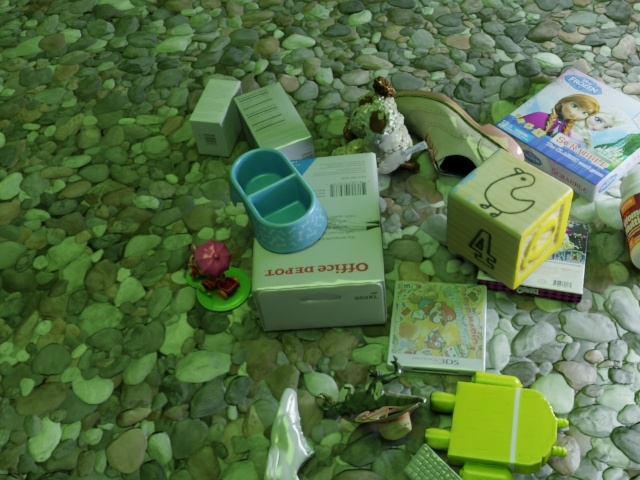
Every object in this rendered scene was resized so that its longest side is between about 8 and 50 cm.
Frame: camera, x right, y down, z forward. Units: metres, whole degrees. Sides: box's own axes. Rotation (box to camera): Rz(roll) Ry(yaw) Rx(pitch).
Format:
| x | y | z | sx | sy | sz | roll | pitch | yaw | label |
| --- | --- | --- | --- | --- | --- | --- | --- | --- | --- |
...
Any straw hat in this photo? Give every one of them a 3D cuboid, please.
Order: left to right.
| x | y | z | sx | sy | sz | roll | pitch | yaw | label |
| --- | --- | --- | --- | --- | --- | --- | --- | --- | --- |
| 0.146 | 0.363 | 1.660 | 0.145 | 0.144 | 0.061 | -18 | 88 | -8 | straw hat |

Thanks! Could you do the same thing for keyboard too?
| x | y | z | sx | sy | sz | roll | pitch | yaw | label |
| --- | --- | --- | --- | --- | --- | --- | --- | --- | --- |
| 0.263 | 0.493 | 1.552 | 0.256 | 0.014 | 0.072 | 41 | 98 | 33 | keyboard |

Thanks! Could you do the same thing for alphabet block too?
| x | y | z | sx | sy | sz | roll | pitch | yaw | label |
| --- | --- | --- | --- | --- | --- | --- | --- | --- | --- |
| 0.410 | -0.048 | 1.833 | 0.192 | 0.193 | 0.197 | -40 | 56 | -22 | alphabet block |

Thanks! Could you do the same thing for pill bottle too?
| x | y | z | sx | sy | sz | roll | pitch | yaw | label |
| --- | --- | --- | --- | --- | --- | --- | --- | --- | --- |
| 0.749 | -0.048 | 1.891 | 0.121 | 0.121 | 0.221 | -2 | 50 | 6 | pill bottle |

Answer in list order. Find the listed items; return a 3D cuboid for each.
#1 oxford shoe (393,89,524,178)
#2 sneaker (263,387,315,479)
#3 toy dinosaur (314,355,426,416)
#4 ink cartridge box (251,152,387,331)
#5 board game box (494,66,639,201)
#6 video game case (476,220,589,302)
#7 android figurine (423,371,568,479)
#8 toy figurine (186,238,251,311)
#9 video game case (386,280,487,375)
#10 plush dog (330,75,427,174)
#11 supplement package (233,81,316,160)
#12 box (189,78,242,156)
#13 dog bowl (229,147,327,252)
| x | y | z | sx | sy | sz | roll | pitch | yaw | label |
| --- | --- | --- | --- | --- | --- | --- | --- | --- | --- |
| 0.314 | -0.260 | 2.117 | 0.397 | 0.140 | 0.146 | 33 | 68 | 32 | oxford shoe |
| -0.054 | 0.401 | 1.662 | 0.094 | 0.080 | 0.212 | 9 | 58 | 0 | sneaker |
| 0.117 | 0.301 | 1.686 | 0.268 | 0.064 | 0.118 | -15 | 34 | 37 | toy dinosaur |
| 0.000 | 0.000 | 1.917 | 0.286 | 0.166 | 0.394 | -5 | 49 | 5 | ink cartridge box |
| 0.668 | -0.280 | 2.131 | 0.318 | 0.066 | 0.319 | -37 | 56 | -22 | board game box |
| 0.488 | 0.034 | 1.908 | 0.232 | 0.041 | 0.210 | 8 | 52 | 14 | video game case |
| 0.346 | 0.369 | 1.638 | 0.273 | 0.056 | 0.248 | 3 | 50 | 13 | android figurine |
| -0.252 | 0.056 | 1.908 | 0.173 | 0.159 | 0.130 | 28 | 59 | 27 | toy figurine |
| 0.257 | 0.188 | 1.820 | 0.206 | 0.026 | 0.227 | 3 | 51 | 9 | video game case |
| 0.150 | -0.288 | 2.131 | 0.211 | 0.262 | 0.225 | 8 | 54 | -30 | plush dog |
| -0.117 | -0.277 | 2.181 | 0.134 | 0.139 | 0.244 | -22 | 52 | -9 | supplement package |
| -0.273 | -0.332 | 2.253 | 0.091 | 0.130 | 0.170 | 7 | 51 | 14 | box |
| -0.103 | -0.100 | 1.861 | 0.166 | 0.074 | 0.297 | -27 | 50 | -11 | dog bowl |
